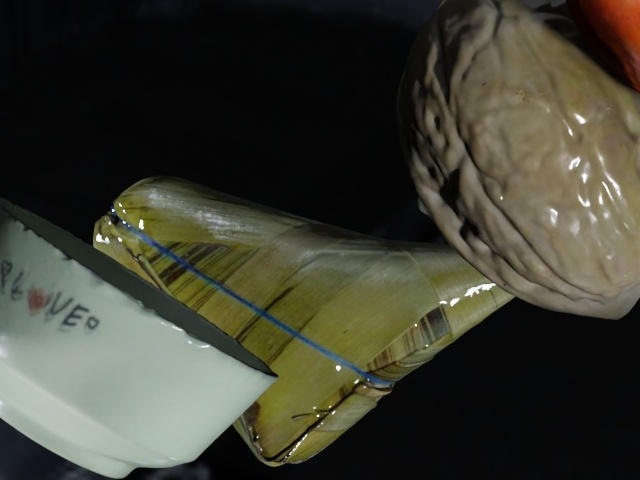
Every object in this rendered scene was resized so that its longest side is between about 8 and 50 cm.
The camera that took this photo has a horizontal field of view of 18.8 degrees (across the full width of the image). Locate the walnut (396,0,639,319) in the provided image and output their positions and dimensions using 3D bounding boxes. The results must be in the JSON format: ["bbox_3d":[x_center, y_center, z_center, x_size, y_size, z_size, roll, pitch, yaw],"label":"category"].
[{"bbox_3d":[0.138,-0.058,1.186,0.178,0.230,0.178,-23,178,-1],"label":"walnut"}]

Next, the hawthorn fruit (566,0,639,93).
[{"bbox_3d":[0.252,-0.164,0.998,0.242,0.242,0.271,0,177,-3],"label":"hawthorn fruit"}]

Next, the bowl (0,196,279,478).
[{"bbox_3d":[-0.142,0.073,1.208,0.211,0.112,0.211,32,-178,-1],"label":"bowl"}]

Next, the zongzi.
[{"bbox_3d":[0.000,0.000,1.473,0.260,0.289,0.123,51,-170,10],"label":"zongzi"}]
